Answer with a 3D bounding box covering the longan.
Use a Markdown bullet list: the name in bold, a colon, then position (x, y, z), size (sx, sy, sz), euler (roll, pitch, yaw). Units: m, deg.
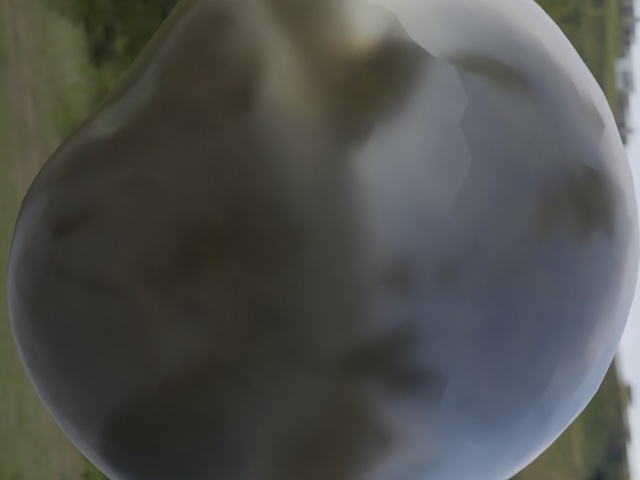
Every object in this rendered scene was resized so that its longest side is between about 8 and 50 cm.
- **longan**: position (0.000, 0.000, 0.745), size (0.248, 0.248, 0.248), euler (174, -90, -84)
